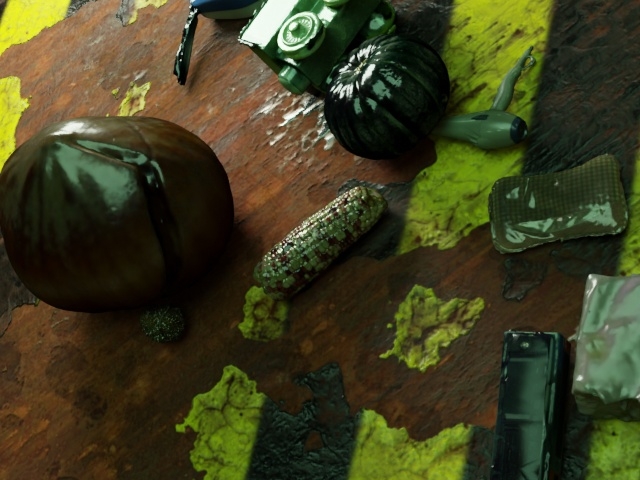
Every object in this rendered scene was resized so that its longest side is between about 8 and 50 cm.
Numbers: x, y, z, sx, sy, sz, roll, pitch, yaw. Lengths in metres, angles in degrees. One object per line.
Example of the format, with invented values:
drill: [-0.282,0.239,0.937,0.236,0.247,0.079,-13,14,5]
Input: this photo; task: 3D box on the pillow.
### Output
pillow: [0.361,-0.053,1.595,0.211,0.034,0.135,-12,67,23]

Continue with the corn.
corn: [0.000,0.000,1.716,0.253,0.086,0.086,-39,58,5]

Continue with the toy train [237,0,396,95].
toy train: [-0.001,-0.389,1.840,0.188,0.159,0.271,32,85,42]

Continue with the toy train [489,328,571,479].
toy train: [0.287,0.330,1.441,0.086,0.089,0.409,-2,70,30]

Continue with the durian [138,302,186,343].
durian: [-0.275,0.139,1.795,0.091,0.080,0.080,21,80,31]

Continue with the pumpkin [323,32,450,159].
pumpkin: [0.108,-0.237,1.704,0.221,0.162,0.220,-30,31,21]

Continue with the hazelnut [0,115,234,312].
hazelnut: [-0.356,-0.047,1.770,0.410,0.359,0.359,-11,65,28]

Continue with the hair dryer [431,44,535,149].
hair dryer: [0.265,-0.233,1.710,0.167,0.067,0.199,-5,57,30]

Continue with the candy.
candy: [0.420,0.145,1.399,0.137,0.185,0.195,6,72,23]

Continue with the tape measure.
tape measure: [-0.172,-0.470,1.988,0.215,0.098,0.351,1,73,27]
